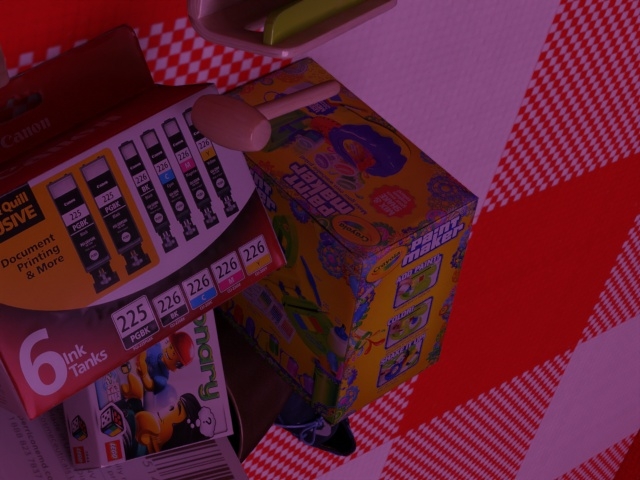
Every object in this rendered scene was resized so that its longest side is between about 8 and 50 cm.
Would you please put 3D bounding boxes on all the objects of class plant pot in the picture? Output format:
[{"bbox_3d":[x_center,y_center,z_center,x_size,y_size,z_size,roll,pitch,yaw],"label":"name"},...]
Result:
[{"bbox_3d":[-0.118,0.165,1.855,0.230,0.215,0.215,-32,149,-49],"label":"plant pot"}]

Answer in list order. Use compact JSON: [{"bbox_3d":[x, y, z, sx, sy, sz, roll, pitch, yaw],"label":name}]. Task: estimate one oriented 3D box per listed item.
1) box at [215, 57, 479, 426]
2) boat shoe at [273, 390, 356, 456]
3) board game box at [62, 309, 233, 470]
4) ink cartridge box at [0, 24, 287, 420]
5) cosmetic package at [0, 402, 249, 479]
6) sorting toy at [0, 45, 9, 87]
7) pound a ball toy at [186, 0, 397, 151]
[{"bbox_3d":[0.000,0.000,1.697,0.177,0.290,0.279,-28,146,-30],"label":"box"},{"bbox_3d":[-0.003,0.257,2.197,0.109,0.089,0.258,-50,150,4],"label":"boat shoe"},{"bbox_3d":[-0.201,0.077,1.576,0.193,0.053,0.305,-8,87,-48],"label":"board game box"},{"bbox_3d":[-0.228,-0.028,1.410,0.309,0.130,0.272,-32,112,-27],"label":"ink cartridge box"},{"bbox_3d":[-0.291,0.397,1.660,0.327,0.329,0.394,-7,149,-48],"label":"cosmetic package"},{"bbox_3d":[-0.359,-0.161,1.290,0.274,0.046,0.132,-34,148,-23],"label":"sorting toy"},{"bbox_3d":[-0.039,-0.234,1.438,0.319,0.135,0.208,-38,141,-56],"label":"pound a ball toy"}]
